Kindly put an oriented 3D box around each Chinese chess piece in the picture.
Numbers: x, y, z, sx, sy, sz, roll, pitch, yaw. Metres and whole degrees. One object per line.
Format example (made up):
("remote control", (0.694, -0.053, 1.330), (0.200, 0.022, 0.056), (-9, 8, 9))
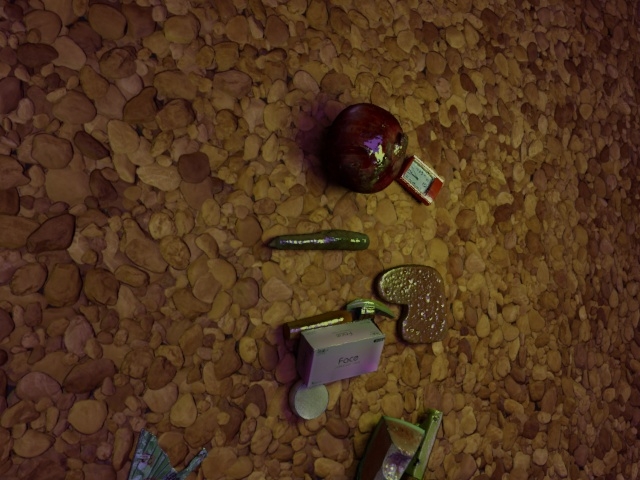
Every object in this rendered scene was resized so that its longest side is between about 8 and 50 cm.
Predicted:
("Chinese chess piece", (-0.035, 0.468, 1.445), (0.122, 0.051, 0.122), (2, 85, -25))

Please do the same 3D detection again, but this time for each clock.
("clock", (0.340, -0.208, 1.696), (0.155, 0.061, 0.113), (40, 69, -15))

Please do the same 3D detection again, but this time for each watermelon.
("watermelon", (0.192, 0.672, 1.461), (0.148, 0.226, 0.318), (30, 61, 14))

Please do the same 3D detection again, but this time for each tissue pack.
("tissue pack", (0.061, 0.334, 1.451), (0.246, 0.092, 0.149), (-6, 120, -27))

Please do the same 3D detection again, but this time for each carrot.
("carrot", (0.000, 0.001, 1.499), (0.342, 0.070, 0.070), (0, 85, -25))
("carrot", (0.000, 0.256, 1.473), (0.225, 0.067, 0.067), (-8, 89, -25))

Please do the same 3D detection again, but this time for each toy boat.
("toy boat", (0.158, 0.225, 1.555), (0.172, 0.065, 0.066), (10, 67, -18))

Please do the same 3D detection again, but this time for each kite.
("kite", (-0.407, 0.638, 1.259), (0.267, 0.013, 0.323), (-32, 100, -25))

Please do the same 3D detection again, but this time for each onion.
("onion", (0.145, -0.280, 1.494), (0.276, 0.276, 0.276), (3, 84, -27))

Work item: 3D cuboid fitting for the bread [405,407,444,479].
("bread", (0.332, 0.658, 1.593), (0.049, 0.088, 0.226), (30, 72, -19))

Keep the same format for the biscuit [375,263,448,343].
("biscuit", (0.307, 0.218, 1.643), (0.262, 0.052, 0.277), (-7, 89, -23))
